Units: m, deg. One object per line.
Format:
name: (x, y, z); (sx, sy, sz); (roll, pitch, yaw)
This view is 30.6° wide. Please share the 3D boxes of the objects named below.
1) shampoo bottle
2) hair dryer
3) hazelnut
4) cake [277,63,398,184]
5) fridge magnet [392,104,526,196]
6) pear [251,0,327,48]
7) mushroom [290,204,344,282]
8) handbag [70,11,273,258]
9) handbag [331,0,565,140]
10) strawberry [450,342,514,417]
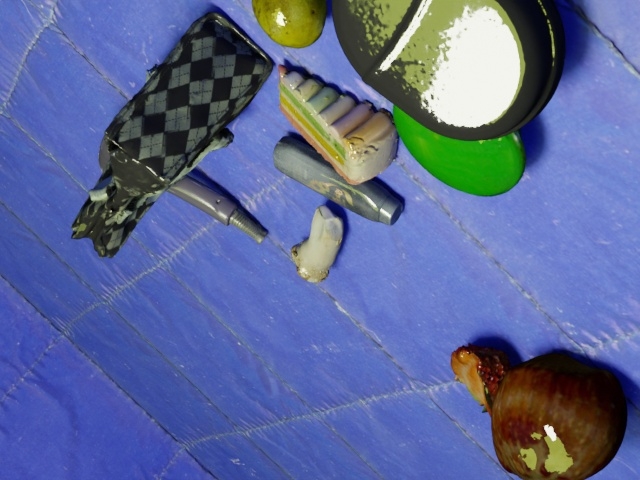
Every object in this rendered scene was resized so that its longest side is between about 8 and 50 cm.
shampoo bottle: (0.028, -0.095, 1.929); (0.233, 0.049, 0.087); (30, 153, 20)
hair dryer: (-0.266, -0.080, 2.286); (0.361, 0.121, 0.301); (30, 160, 9)
hazelnut: (0.375, 0.292, 1.899); (0.218, 0.218, 0.234); (46, 154, -10)
cake: (0.006, -0.175, 1.801); (0.225, 0.090, 0.109); (30, 155, 21)
fridge magnet: (0.192, -0.147, 1.605); (0.208, 0.088, 0.208); (30, 150, 20)
pear: (-0.043, -0.325, 1.622); (0.107, 0.107, 0.131); (23, 156, 30)
mushroom: (0.000, 0.000, 2.092); (0.209, 0.071, 0.084); (114, 137, -59)
handbag: (-0.269, -0.151, 1.934); (0.180, 0.317, 0.416); (38, 154, -8)
handbag: (0.152, -0.259, 1.423); (0.308, 0.093, 0.254); (39, 135, 10)
strawberry: (0.291, 0.232, 2.041); (0.140, 0.085, 0.192); (41, 160, 59)
